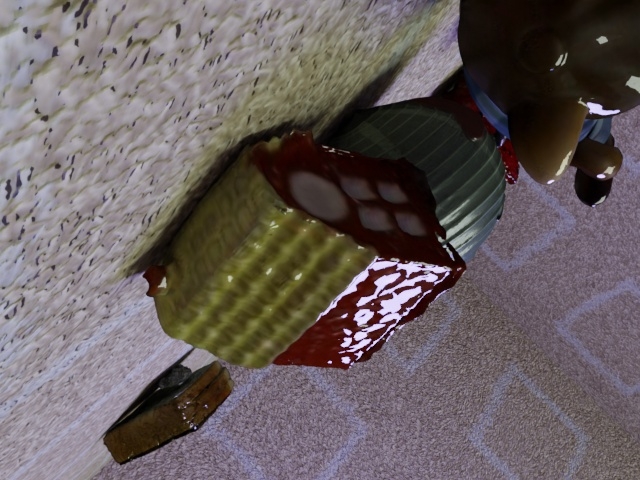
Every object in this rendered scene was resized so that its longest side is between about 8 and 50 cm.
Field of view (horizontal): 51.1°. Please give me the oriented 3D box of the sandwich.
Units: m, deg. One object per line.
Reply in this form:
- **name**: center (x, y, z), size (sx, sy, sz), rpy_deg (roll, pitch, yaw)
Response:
- **sandwich**: center (-0.355, 0.410, 1.636), size (0.273, 0.095, 0.249), rpy_deg (-30, -176, 27)

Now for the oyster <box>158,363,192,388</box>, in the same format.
- **oyster**: center (-0.365, 0.333, 1.649), size (0.098, 0.037, 0.100), rpy_deg (-28, -174, -27)

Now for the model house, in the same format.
- **model house**: center (-0.024, 0.013, 0.625), size (0.254, 0.160, 0.196), rpy_deg (6, 138, -43)

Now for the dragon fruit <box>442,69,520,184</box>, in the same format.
- **dragon fruit**: center (0.298, -0.296, 1.498), size (0.286, 0.228, 0.329), rpy_deg (-1, -109, 51)

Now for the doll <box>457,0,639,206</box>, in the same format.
- **doll**: center (0.220, -0.181, 0.556), size (0.209, 0.317, 0.340), rpy_deg (-14, -179, 19)

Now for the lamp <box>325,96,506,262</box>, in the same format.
- **lamp**: center (0.102, -0.063, 0.836), size (0.265, 0.233, 0.233), rpy_deg (-19, -167, 35)
